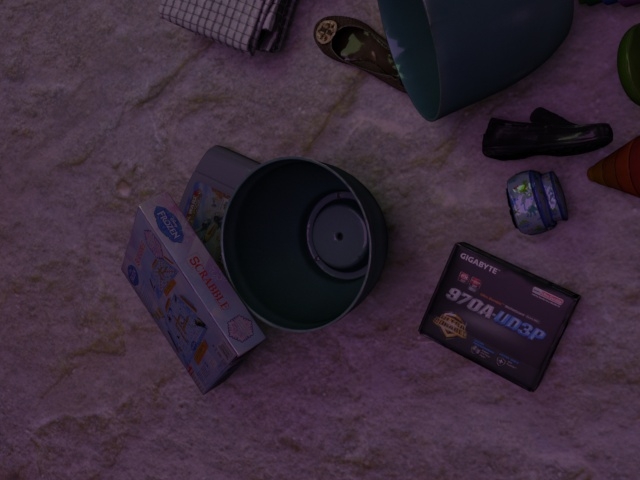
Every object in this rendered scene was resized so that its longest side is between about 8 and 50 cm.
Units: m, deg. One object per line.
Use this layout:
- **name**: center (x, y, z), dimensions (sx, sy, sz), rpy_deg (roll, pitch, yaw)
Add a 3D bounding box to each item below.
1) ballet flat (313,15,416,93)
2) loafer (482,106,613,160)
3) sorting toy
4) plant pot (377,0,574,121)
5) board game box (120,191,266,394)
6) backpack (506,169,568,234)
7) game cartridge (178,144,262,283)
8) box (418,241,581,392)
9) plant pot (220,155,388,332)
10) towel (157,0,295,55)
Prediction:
- **ballet flat**: center (0.085, -0.333, 1.367), dimensions (0.250, 0.058, 0.084), rpy_deg (36, 107, 20)
- **loafer**: center (0.351, -0.172, 1.208), dimensions (0.223, 0.076, 0.078), rpy_deg (2, 87, 49)
- **sorting toy**: center (0.454, -0.231, 1.179), dimensions (0.126, 0.127, 0.366), rpy_deg (-6, 93, 50)
- **plant pot**: center (0.238, -0.356, 1.170), dimensions (0.235, 0.293, 0.293), rpy_deg (-18, 84, -3)
- **board game box**: center (-0.253, 0.112, 1.448), dimensions (0.318, 0.066, 0.319), rpy_deg (55, 151, 8)
- **backpack**: center (0.344, -0.064, 1.222), dimensions (0.084, 0.114, 0.105), rpy_deg (-18, 84, 26)
- **game cartridge**: center (-0.197, -0.027, 1.530), dimensions (0.198, 0.062, 0.297), rpy_deg (24, 103, 19)
- **box**: center (0.297, 0.126, 1.292), dimensions (0.220, 0.051, 0.175), rpy_deg (27, 105, 23)
- **plant pot**: center (0.000, 0.000, 1.349), dimensions (0.293, 0.196, 0.293), rpy_deg (3, 96, 30)
- **towel**: center (-0.148, -0.505, 1.443), dimensions (0.235, 0.121, 0.284), rpy_deg (24, 102, 22)
